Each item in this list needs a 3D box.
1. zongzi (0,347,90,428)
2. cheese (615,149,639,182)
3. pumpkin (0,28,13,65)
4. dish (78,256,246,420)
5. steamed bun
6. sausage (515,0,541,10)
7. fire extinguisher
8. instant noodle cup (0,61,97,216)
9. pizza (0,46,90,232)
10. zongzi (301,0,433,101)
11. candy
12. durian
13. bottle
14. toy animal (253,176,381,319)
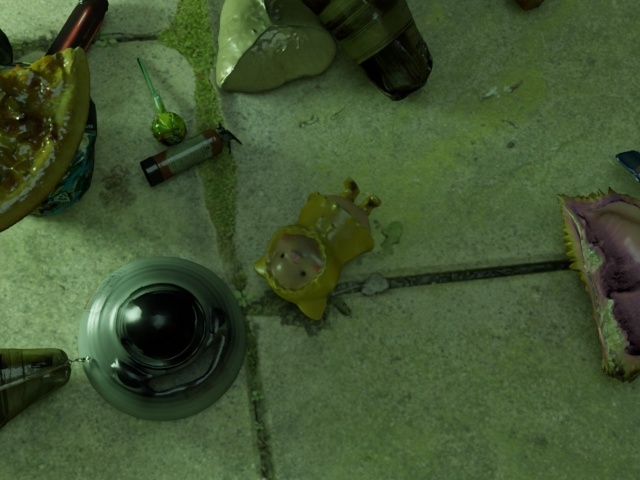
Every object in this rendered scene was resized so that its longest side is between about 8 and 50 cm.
[{"bbox_3d":[-0.459,0.258,1.669,0.189,0.081,0.178,1,88,-16],"label":"zongzi"},{"bbox_3d":[0.633,-0.059,1.866,0.189,0.074,0.286,-15,56,-50],"label":"cheese"},{"bbox_3d":[-0.612,-0.312,1.815,0.167,0.125,0.167,15,54,-21],"label":"pumpkin"},{"bbox_3d":[-0.252,0.141,1.691,0.274,0.134,0.273,2,72,-5],"label":"dish"},{"bbox_3d":[-0.075,-0.374,1.904,0.213,0.110,0.231,4,73,-5],"label":"steamed bun"},{"bbox_3d":[0.334,-0.553,2.013,0.109,0.109,0.270,-38,76,-17],"label":"sausage"},{"bbox_3d":[-0.221,-0.149,1.840,0.177,0.050,0.062,-27,117,-14],"label":"fire extinguisher"},{"bbox_3d":[-0.470,-0.151,1.745,0.240,0.178,0.240,2,71,-5],"label":"instant noodle cup"},{"bbox_3d":[-0.448,-0.150,1.613,0.269,0.087,0.257,-20,77,-14],"label":"pizza"},{"bbox_3d":[0.113,-0.415,1.942,0.286,0.134,0.288,53,31,-12],"label":"zongzi"},{"bbox_3d":[-0.289,-0.247,1.873,0.062,0.058,0.193,2,53,-48],"label":"candy"},{"bbox_3d":[0.509,0.070,1.811,0.191,0.112,0.341,-13,83,-25],"label":"durian"},{"bbox_3d":[-0.430,-0.370,1.890,0.060,0.060,0.164,24,69,3],"label":"bottle"},{"bbox_3d":[0.003,0.003,1.769,0.156,0.156,0.229,40,82,8],"label":"toy animal"}]
